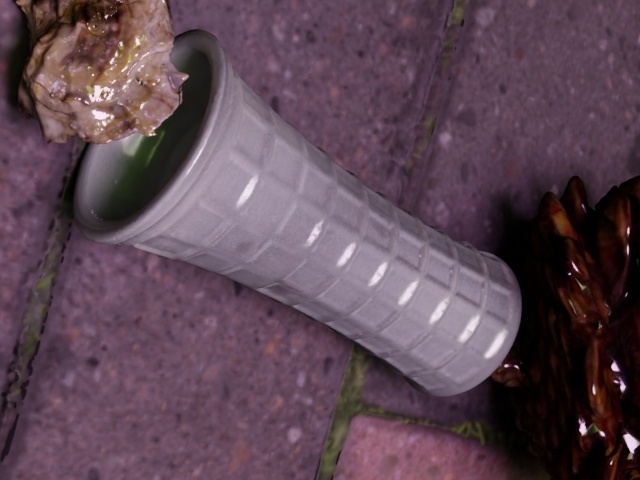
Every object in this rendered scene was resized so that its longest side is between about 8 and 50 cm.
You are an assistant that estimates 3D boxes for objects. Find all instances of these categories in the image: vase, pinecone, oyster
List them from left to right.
[{"bbox_3d":[-0.137,-0.133,0.696,0.053,0.108,0.166,29,52,-60],"label":"oyster"},{"bbox_3d":[0.000,0.000,0.783,0.299,0.143,0.143,32,82,-35],"label":"vase"},{"bbox_3d":[0.270,0.099,0.895,0.296,0.242,0.298,-4,96,-29],"label":"pinecone"}]
